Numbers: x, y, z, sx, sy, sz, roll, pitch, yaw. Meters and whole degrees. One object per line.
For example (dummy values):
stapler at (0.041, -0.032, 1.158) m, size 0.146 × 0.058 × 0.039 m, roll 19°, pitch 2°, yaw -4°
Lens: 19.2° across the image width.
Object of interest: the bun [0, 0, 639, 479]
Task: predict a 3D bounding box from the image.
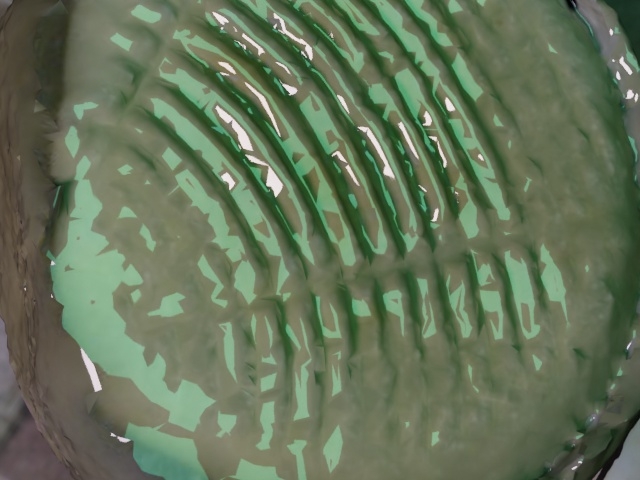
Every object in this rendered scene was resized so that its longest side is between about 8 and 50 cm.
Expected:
bun at (0.000, 0.000, 0.675) m, size 0.259 × 0.152 × 0.259 m, roll 5°, pitch 75°, yaw -20°
